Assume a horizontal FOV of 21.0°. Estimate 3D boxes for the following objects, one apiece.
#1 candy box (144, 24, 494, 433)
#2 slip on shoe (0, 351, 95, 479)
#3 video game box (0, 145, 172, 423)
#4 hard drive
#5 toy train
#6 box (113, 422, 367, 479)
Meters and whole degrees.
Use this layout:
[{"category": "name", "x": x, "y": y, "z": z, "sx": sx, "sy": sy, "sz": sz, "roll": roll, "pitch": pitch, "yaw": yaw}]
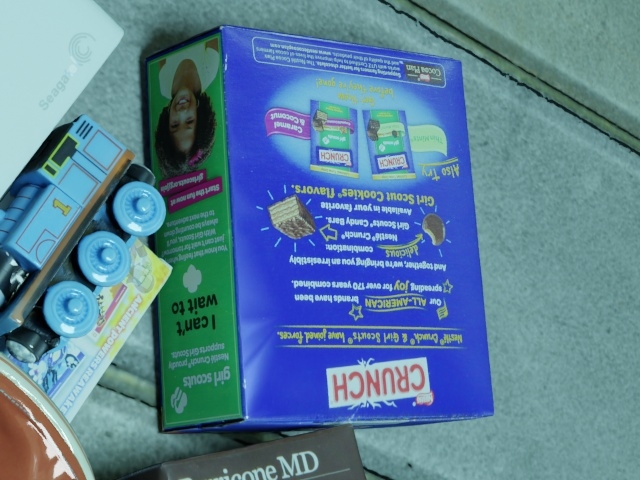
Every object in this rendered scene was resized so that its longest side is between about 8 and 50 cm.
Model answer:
[{"category": "candy box", "x": 0.000, "y": 0.000, "z": 1.442, "sx": 0.268, "sy": 0.122, "sz": 0.317, "roll": 4, "pitch": 77, "yaw": -38}, {"category": "slip on shoe", "x": -0.213, "y": 0.215, "z": 1.200, "sx": 0.331, "sy": 0.123, "sz": 0.101, "roll": 68, "pitch": 19, "yaw": -7}, {"category": "video game box", "x": -0.234, "y": 0.039, "z": 1.299, "sx": 0.187, "sy": 0.048, "sz": 0.205, "roll": 44, "pitch": 57, "yaw": -19}, {"category": "hard drive", "x": -0.302, "y": -0.171, "z": 1.190, "sx": 0.307, "sy": 0.040, "sz": 0.203, "roll": 44, "pitch": 71, "yaw": -30}, {"category": "toy train", "x": -0.192, "y": 0.000, "z": 1.265, "sx": 0.105, "sy": 0.080, "sz": 0.184, "roll": 39, "pitch": 60, "yaw": -14}, {"category": "box", "x": -0.032, "y": 0.346, "z": 1.302, "sx": 0.191, "sy": 0.143, "sz": 0.381, "roll": -8, "pitch": 76, "yaw": -40}]
